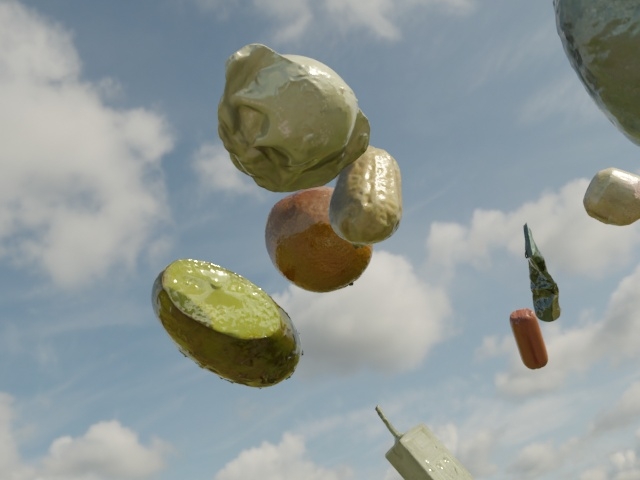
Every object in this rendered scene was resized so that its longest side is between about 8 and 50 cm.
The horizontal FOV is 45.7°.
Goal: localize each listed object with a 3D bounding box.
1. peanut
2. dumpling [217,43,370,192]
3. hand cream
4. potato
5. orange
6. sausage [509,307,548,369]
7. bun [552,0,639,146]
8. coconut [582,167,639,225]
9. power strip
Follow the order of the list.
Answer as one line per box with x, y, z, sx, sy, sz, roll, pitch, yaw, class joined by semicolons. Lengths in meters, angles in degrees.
0.080;-0.078;1.312;0.129;0.224;0.129;7;-42;6;peanut
-0.040;-0.160;1.071;0.258;0.147;0.193;21;-82;-35;dumpling
0.415;0.077;1.451;0.052;0.075;0.248;-30;-48;2;hand cream
-0.144;0.136;1.182;0.176;0.141;0.298;-26;-44;28;potato
0.000;0.000;1.790;0.264;0.264;0.264;-12;-27;-6;orange
0.470;0.224;1.709;0.062;0.062;0.154;-19;-65;8;sausage
0.419;-0.259;0.855;0.362;0.362;0.211;4;-31;-33;bun
0.571;-0.079;1.449;0.124;0.110;0.110;25;-28;8;coconut
0.135;0.295;1.043;0.075;0.175;0.042;-17;-32;-54;power strip
